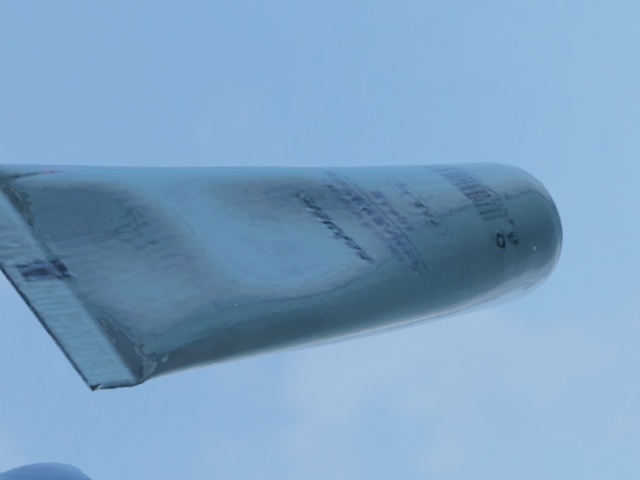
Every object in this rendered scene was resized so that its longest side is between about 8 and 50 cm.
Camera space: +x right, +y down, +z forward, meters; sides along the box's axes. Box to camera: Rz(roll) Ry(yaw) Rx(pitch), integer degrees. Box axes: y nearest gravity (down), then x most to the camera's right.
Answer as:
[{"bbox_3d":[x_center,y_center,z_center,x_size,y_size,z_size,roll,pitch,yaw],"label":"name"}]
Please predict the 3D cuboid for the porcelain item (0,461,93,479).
[{"bbox_3d":[-0.329,0.229,0.772,0.405,0.178,0.243,-1,-65,-23],"label":"porcelain item"}]

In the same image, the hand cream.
[{"bbox_3d":[0.000,0.000,0.573,0.320,0.109,0.067,-3,-44,-51],"label":"hand cream"}]
